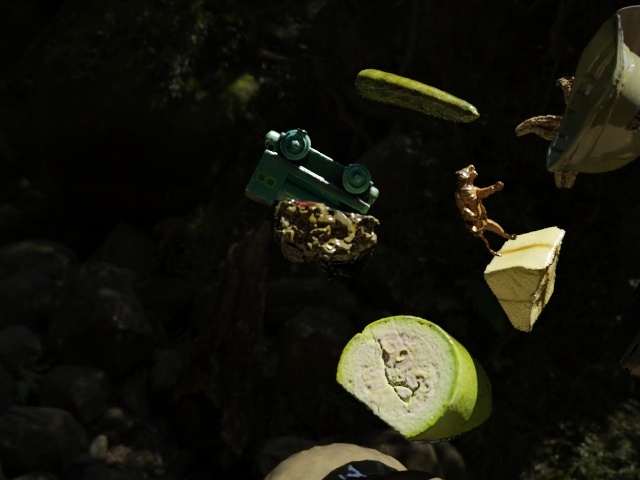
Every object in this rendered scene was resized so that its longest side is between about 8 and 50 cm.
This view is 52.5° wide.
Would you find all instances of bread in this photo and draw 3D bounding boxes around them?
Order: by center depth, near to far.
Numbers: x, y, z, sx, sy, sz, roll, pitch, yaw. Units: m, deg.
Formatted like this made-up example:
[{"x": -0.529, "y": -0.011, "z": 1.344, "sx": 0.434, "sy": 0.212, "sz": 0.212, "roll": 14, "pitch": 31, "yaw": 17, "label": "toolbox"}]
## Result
[{"x": 0.668, "y": 0.120, "z": 1.975, "sx": 0.198, "sy": 0.236, "sz": 0.263, "roll": -13, "pitch": 20, "yaw": 44, "label": "bread"}]

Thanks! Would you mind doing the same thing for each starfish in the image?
[{"x": 0.652, "y": -0.294, "z": 1.628, "sx": 0.312, "sy": 0.303, "sz": 0.113, "roll": -15, "pitch": -15, "yaw": 16, "label": "starfish"}]

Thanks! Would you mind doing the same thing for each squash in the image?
[{"x": 0.210, "y": 0.285, "z": 1.270, "sx": 0.233, "sy": 0.210, "sz": 0.309, "roll": 31, "pitch": -10, "yaw": 36, "label": "squash"}]

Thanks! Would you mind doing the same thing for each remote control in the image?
[{"x": 0.653, "y": 0.068, "z": 1.221, "sx": 0.062, "sy": 0.399, "sz": 0.144, "roll": 20, "pitch": 14, "yaw": -3, "label": "remote control"}]

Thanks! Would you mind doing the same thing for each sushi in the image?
[{"x": 0.000, "y": 0.000, "z": 1.291, "sx": 0.212, "sy": 0.147, "sz": 0.115, "roll": 21, "pitch": -14, "yaw": 5, "label": "sushi"}]

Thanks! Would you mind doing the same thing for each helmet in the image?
[{"x": 0.468, "y": -0.206, "z": 1.018, "sx": 0.137, "sy": 0.257, "sz": 0.204, "roll": 21, "pitch": -6, "yaw": 3, "label": "helmet"}]

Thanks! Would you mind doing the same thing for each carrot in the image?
[{"x": 0.212, "y": -0.325, "z": 1.470, "sx": 0.074, "sy": 0.074, "sz": 0.358, "roll": 12, "pitch": 13, "yaw": -46, "label": "carrot"}]

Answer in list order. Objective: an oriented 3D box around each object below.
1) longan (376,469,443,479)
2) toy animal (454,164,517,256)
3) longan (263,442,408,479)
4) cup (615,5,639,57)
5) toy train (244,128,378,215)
[{"x": 0.151, "y": 0.519, "z": 1.148, "sx": 0.246, "sy": 0.246, "sz": 0.215, "roll": 12, "pitch": 6, "yaw": -38, "label": "longan"}, {"x": 0.388, "y": -0.046, "z": 1.581, "sx": 0.116, "sy": 0.114, "sz": 0.255, "roll": 29, "pitch": -30, "yaw": 52, "label": "toy animal"}, {"x": 0.054, "y": 0.656, "z": 1.442, "sx": 0.404, "sy": 0.436, "sz": 0.404, "roll": -28, "pitch": 9, "yaw": 5, "label": "longan"}, {"x": 0.673, "y": -0.348, "z": 1.294, "sx": 0.191, "sy": 0.200, "sz": 0.253, "roll": 13, "pitch": 8, "yaw": 8, "label": "cup"}, {"x": -0.019, "y": -0.129, "z": 1.520, "sx": 0.298, "sy": 0.194, "sz": 0.120, "roll": 28, "pitch": -3, "yaw": -7, "label": "toy train"}]
